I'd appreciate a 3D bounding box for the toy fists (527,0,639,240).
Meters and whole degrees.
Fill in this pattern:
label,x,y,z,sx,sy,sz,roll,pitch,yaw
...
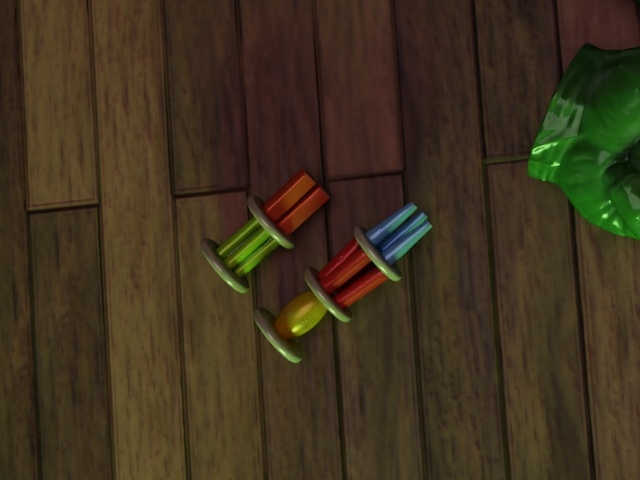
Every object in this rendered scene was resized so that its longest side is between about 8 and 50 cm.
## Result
label,x,y,z,sx,sy,sz,roll,pitch,yaw
toy fists,0.261,-0.135,1.352,0.142,0.096,0.279,24,90,16

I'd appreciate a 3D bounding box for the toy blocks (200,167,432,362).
label,x,y,z,sx,sy,sz,roll,pitch,yaw
toy blocks,0.000,0.000,1.434,0.148,0.054,0.123,-40,76,9
